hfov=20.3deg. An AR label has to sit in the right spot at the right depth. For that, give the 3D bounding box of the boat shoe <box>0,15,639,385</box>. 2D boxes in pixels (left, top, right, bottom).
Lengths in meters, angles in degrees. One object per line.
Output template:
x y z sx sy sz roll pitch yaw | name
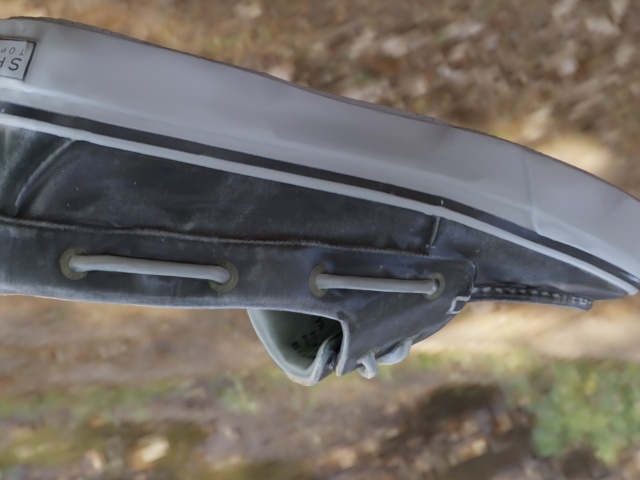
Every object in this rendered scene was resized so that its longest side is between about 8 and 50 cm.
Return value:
0.000 0.000 0.744 0.335 0.119 0.121 12 -178 -31 | boat shoe
